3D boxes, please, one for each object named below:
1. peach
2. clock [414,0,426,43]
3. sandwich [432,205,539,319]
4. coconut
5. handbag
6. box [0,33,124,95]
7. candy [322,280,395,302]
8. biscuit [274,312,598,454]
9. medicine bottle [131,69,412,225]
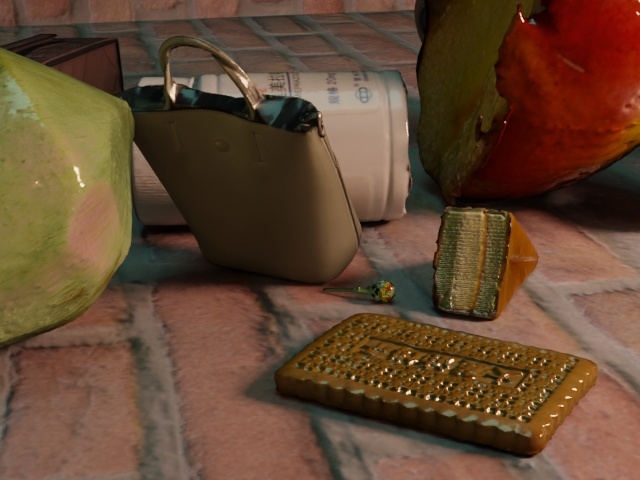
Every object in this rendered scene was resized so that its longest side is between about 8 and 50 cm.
[{"bbox_3d":[0.278,-0.222,1.526,0.416,0.353,0.339,-29,44,29],"label":"peach"},{"bbox_3d":[0.289,-0.308,1.860,0.184,0.326,0.342,-35,31,-13],"label":"clock"},{"bbox_3d":[0.177,0.042,1.284,0.079,0.114,0.163,6,-15,22],"label":"sandwich"},{"bbox_3d":[-0.313,-0.041,1.142,0.328,0.281,0.328,-34,5,3],"label":"coconut"},{"bbox_3d":[-0.088,-0.080,1.232,0.241,0.315,0.109,8,61,25],"label":"handbag"},{"bbox_3d":[-0.401,-0.193,1.738,0.153,0.188,0.252,3,17,17],"label":"box"},{"bbox_3d":[0.040,0.052,1.259,0.083,0.025,0.023,1,-26,30],"label":"candy"},{"bbox_3d":[0.100,0.116,1.054,0.254,0.029,0.172,9,22,28],"label":"biscuit"},{"bbox_3d":[-0.064,-0.113,1.476,0.332,0.190,0.190,-2,19,-4],"label":"medicine bottle"}]
